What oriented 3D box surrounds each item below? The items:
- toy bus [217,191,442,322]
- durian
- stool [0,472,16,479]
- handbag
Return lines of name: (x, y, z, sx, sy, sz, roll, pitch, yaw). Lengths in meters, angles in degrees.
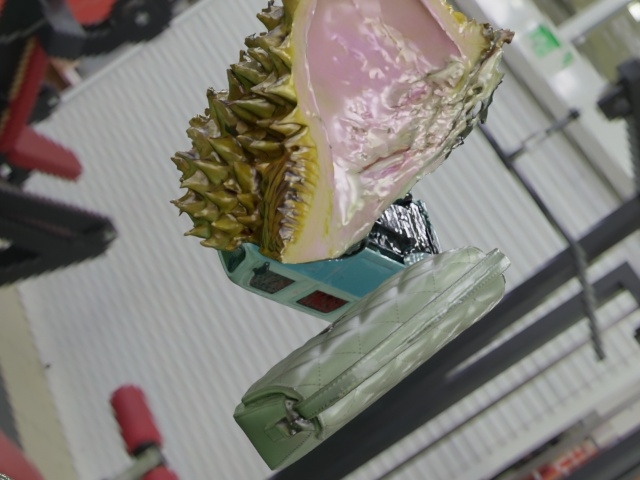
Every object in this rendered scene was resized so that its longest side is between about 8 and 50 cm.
toy bus: (0.000, 0.000, 1.518, 0.271, 0.165, 0.133, 24, 40, -46)
durian: (-0.020, -0.092, 1.065, 0.185, 0.305, 0.196, 46, -32, -22)
stool: (-0.416, 0.447, 1.656, 0.170, 0.243, 0.269, 20, -45, 29)
handbag: (0.052, 0.083, 1.161, 0.079, 0.256, 0.219, 53, -30, 3)
